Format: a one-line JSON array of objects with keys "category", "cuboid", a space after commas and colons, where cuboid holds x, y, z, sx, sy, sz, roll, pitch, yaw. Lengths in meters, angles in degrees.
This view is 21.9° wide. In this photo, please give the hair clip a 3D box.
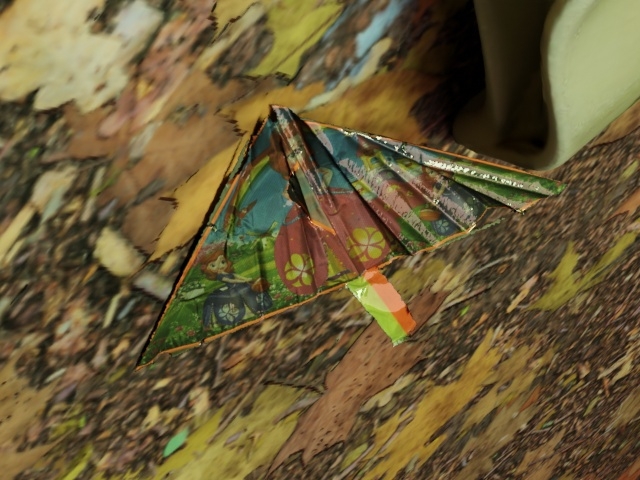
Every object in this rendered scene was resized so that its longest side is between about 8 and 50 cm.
[{"category": "hair clip", "cuboid": [0.142, -0.122, 0.793, 0.172, 0.113, 0.282, -43, 158, -4]}]

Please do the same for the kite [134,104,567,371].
[{"category": "kite", "cuboid": [0.000, 0.000, 0.826, 0.241, 0.014, 0.183, -27, 134, 9]}]
